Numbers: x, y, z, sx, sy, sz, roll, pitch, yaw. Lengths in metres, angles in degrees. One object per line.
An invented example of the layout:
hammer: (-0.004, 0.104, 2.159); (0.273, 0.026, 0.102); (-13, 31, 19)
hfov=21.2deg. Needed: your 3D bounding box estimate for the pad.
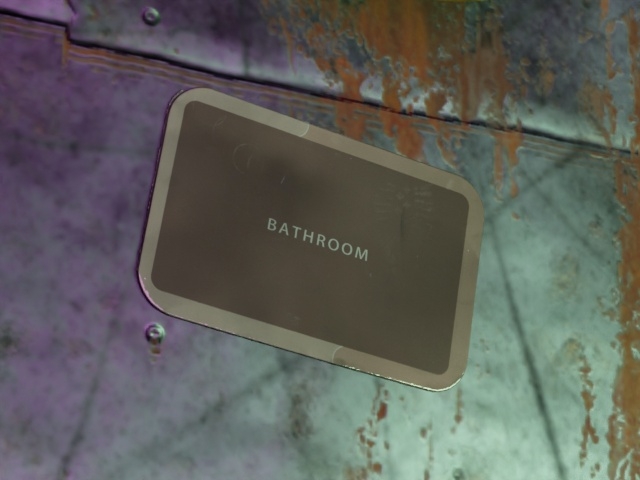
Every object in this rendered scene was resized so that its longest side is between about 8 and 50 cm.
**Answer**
pad: (0.000, 0.000, 1.245); (0.266, 0.002, 0.176); (18, 67, -22)
